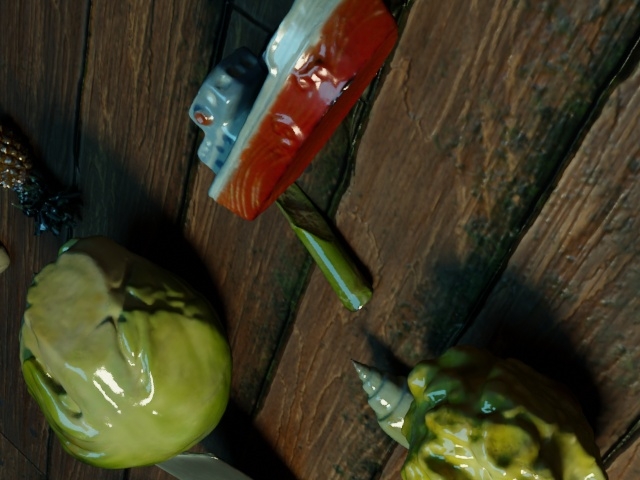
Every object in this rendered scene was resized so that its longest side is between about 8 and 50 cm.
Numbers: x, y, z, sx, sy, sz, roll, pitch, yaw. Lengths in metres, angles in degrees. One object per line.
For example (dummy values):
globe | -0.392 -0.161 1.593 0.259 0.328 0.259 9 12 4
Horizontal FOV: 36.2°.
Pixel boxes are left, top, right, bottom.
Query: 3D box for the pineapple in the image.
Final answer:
pineapple | -0.447 -0.099 1.443 0.221 0.083 0.103 46 141 4

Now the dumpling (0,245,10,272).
dumpling | -0.562 0.030 1.669 0.052 0.076 0.057 -41 91 27

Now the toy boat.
toy boat | -0.035 -0.160 0.954 0.133 0.145 0.332 43 143 2

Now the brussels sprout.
brussels sprout | -0.273 0.158 1.310 0.344 0.268 0.344 31 160 13

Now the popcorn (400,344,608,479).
popcorn | 0.182 0.216 0.999 0.235 0.217 0.181 48 114 15

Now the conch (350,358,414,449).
conch | 0.090 0.206 1.168 0.180 0.065 0.088 50 139 -11

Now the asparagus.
asparagus | 0.000 0.000 1.123 0.041 0.045 0.178 -34 93 17

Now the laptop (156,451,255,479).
laptop | -0.121 0.369 1.439 0.188 0.015 0.269 -10 138 47
